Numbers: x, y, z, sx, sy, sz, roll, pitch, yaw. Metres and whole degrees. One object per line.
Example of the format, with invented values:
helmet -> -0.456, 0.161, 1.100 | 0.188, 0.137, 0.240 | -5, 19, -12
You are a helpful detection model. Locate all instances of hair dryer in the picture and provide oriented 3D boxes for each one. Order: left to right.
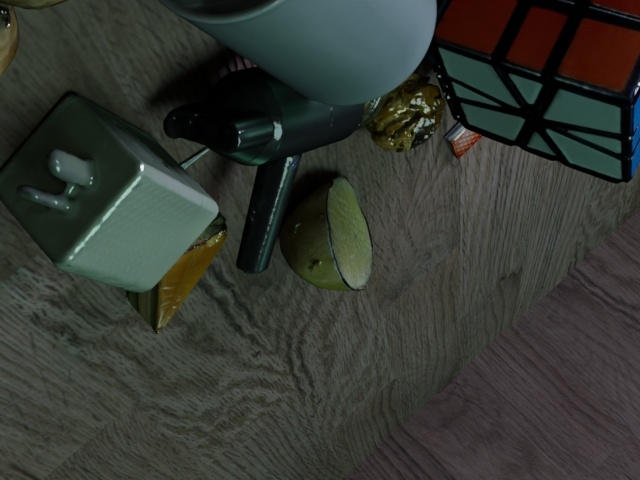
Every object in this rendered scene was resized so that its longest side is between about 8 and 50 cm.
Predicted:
hair dryer -> -0.083, -0.069, 1.101 | 0.244, 0.116, 0.302 | -24, 137, -48

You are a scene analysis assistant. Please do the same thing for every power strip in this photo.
power strip -> -0.235, -0.051, 0.935 | 0.139, 0.140, 0.224 | -47, 155, 6

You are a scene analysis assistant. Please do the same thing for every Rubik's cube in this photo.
Rubik's cube -> 0.344, -0.282, 1.232 | 0.283, 0.294, 0.288 | -60, 158, -6

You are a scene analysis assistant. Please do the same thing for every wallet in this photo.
wallet -> 0.308, -0.235, 1.646 | 0.196, 0.020, 0.103 | -45, 156, 1

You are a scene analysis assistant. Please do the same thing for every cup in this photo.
cup -> -0.014, -0.255, 0.882 | 0.205, 0.205, 0.312 | -49, 157, 9

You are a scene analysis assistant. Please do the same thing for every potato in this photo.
potato -> 0.000, 0.000, 1.412 | 0.117, 0.182, 0.202 | -13, -175, 19

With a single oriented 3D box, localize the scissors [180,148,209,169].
scissors -> -0.171, -0.093, 1.129 | 0.083, 0.006, 0.036 | -38, 153, -15

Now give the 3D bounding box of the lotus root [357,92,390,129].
lotus root -> 0.055, -0.218, 1.197 | 0.089, 0.080, 0.179 | 17, 118, -17

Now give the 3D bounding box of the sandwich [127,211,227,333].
sandwich -> -0.190, 0.034, 1.210 | 0.113, 0.079, 0.163 | -28, 150, -32

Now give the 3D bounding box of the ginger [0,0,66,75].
ginger -> -0.185, -0.268, 0.649 | 0.375, 0.176, 0.256 | -40, 173, -15

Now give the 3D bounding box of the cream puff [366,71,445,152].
cream puff -> 0.124, -0.185, 1.342 | 0.119, 0.104, 0.133 | -33, 155, -41
